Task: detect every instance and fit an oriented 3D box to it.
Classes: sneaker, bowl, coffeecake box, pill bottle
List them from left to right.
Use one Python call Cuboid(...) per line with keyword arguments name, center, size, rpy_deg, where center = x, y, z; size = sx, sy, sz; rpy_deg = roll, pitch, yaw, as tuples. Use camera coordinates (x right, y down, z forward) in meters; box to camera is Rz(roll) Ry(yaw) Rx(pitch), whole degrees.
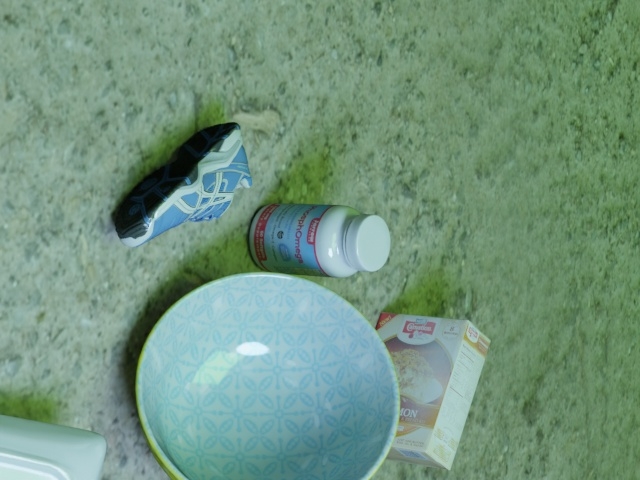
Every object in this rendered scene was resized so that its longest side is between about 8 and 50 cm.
Cuboid(name="sneaker", center=(-0.143, -0.050, 1.598), size=(0.211, 0.080, 0.081), rpy_deg=(-44, 121, -38))
Cuboid(name="bowl", center=(-0.069, 0.195, 1.619), size=(0.289, 0.289, 0.156), rpy_deg=(-59, 176, -30))
Cuboid(name="pill bottle", center=(0.000, 0.000, 1.710), size=(0.087, 0.160, 0.087), rpy_deg=(-3, 94, -51))
Cuboid(name="coffeecake box", center=(0.123, 0.194, 1.885), size=(0.068, 0.142, 0.185), rpy_deg=(42, 61, -44))

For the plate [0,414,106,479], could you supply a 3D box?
Cuboid(name="plate", center=(-0.343, 0.292, 1.340), size=(0.278, 0.045, 0.277), rpy_deg=(18, 78, -30))
